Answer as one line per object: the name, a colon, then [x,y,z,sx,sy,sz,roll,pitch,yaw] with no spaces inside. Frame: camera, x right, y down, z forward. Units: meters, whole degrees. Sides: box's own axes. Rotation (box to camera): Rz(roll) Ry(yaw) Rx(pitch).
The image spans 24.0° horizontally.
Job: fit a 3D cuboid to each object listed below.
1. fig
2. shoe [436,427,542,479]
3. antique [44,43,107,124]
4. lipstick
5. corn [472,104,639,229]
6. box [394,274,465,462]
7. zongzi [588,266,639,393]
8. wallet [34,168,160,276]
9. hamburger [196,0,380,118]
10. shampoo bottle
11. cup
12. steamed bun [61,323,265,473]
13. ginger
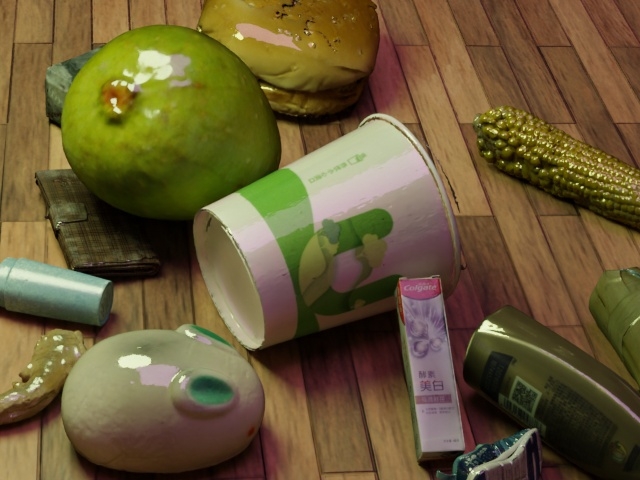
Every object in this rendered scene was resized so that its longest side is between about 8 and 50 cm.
fig: [-0.180,-0.146,2.005,0.258,0.258,0.326,37,12,36]
shoe: [0.198,0.252,1.685,0.071,0.064,0.143,13,26,43]
antique: [-0.325,-0.230,2.256,0.086,0.088,0.183,31,44,32]
lipstick: [-0.397,0.051,1.877,0.274,0.061,0.068,11,44,9]
corn: [0.358,-0.106,2.167,0.320,0.097,0.097,29,42,26]
box: [0.126,0.148,1.746,0.055,0.039,0.218,-3,65,-10]
zongzi: [0.479,0.120,1.861,0.256,0.115,0.228,2,31,-15]
wallet: [-0.301,-0.026,2.013,0.124,0.042,0.230,-4,39,-22]
hamburger: [-0.051,-0.321,2.357,0.284,0.174,0.304,15,42,-6]
shampoo bottle: [0.318,0.208,1.697,0.350,0.125,0.084,35,43,31]
cup: [0.000,0.000,1.863,0.274,0.253,0.253,-21,43,-21]
steamed bun: [-0.176,0.169,1.685,0.228,0.130,0.177,3,33,0]
ginger: [-0.328,0.159,1.747,0.069,0.051,0.173,17,35,21]
